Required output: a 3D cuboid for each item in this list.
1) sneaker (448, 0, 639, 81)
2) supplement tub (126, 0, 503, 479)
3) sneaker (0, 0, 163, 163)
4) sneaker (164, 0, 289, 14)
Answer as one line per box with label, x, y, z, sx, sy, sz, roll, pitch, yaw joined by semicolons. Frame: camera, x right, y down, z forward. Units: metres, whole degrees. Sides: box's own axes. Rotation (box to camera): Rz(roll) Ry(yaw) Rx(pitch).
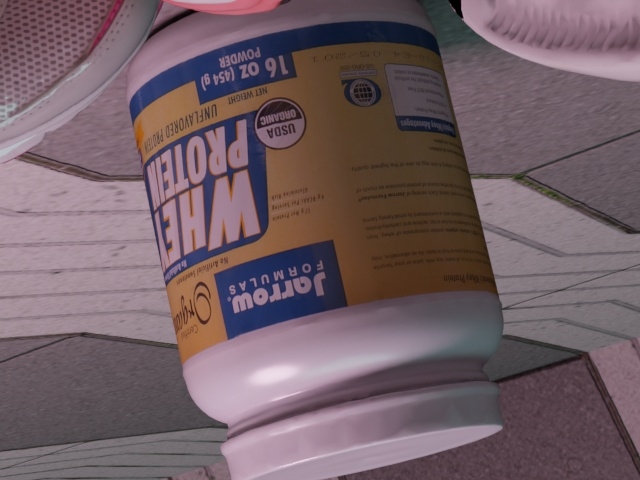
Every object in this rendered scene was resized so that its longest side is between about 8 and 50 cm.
sneaker;0.224;-0.120;0.654;0.236;0.130;0.322;1;170;-42
supplement tub;0.000;0.000;0.887;0.144;0.200;0.144;-12;168;-3
sneaker;-0.169;-0.071;0.607;0.252;0.103;0.111;-11;170;-11
sneaker;0.020;-0.135;0.475;0.313;0.116;0.136;-22;164;39
